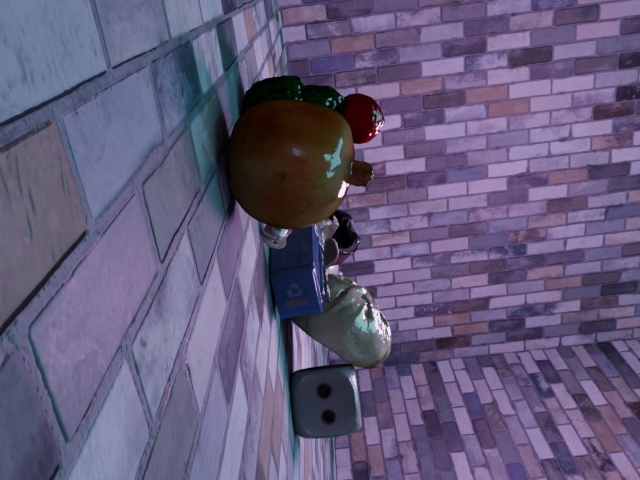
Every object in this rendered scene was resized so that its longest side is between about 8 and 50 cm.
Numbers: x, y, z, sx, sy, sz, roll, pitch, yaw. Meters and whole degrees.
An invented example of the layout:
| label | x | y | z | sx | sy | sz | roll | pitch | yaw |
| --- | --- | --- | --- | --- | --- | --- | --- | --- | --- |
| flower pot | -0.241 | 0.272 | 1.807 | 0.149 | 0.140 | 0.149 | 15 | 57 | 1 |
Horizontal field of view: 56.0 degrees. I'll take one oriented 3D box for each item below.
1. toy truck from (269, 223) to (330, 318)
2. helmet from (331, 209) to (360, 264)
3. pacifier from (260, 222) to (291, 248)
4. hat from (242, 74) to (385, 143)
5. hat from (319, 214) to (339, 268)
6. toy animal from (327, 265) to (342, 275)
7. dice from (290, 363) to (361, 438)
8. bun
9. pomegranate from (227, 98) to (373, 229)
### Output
| label | x | y | z | sx | sy | sz | roll | pitch | yaw |
| --- | --- | --- | --- | --- | --- | --- | --- | --- | --- |
| toy truck | -0.058 | 0.055 | 1.663 | 0.367 | 0.146 | 0.175 | -95 | 173 | -48 |
| helmet | 0.000 | 0.000 | 2.378 | 0.197 | 0.271 | 0.338 | -59 | -156 | 33 |
| pacifier | -0.119 | -0.021 | 1.492 | 0.078 | 0.081 | 0.099 | -41 | -158 | 54 |
| hat | -0.009 | -0.261 | 1.425 | 0.242 | 0.332 | 0.274 | -97 | 177 | -75 |
| hat | -0.045 | 0.013 | 2.115 | 0.232 | 0.161 | 0.275 | -5 | 112 | -51 |
| toy animal | 0.008 | 0.162 | 2.687 | 0.247 | 0.183 | 0.310 | 62 | 21 | -85 |
| dice | 0.017 | 0.463 | 1.751 | 0.193 | 0.194 | 0.192 | 83 | 2 | -81 |
| bun | 0.064 | 0.227 | 1.822 | 0.219 | 0.365 | 0.365 | -53 | 172 | -6 |
| pomegranate | -0.037 | -0.142 | 1.115 | 0.252 | 0.270 | 0.229 | -77 | 170 | -63 |
